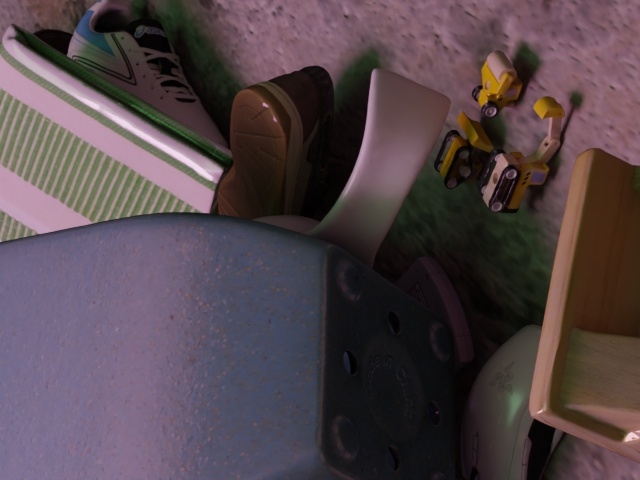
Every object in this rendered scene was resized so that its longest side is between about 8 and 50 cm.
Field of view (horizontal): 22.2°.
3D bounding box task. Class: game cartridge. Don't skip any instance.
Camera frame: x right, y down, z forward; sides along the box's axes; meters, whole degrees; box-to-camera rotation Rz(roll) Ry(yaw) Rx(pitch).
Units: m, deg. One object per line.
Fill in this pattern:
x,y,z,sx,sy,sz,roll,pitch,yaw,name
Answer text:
0.077,0.056,1.111,0.056,0.017,0.083,-54,49,50,game cartridge

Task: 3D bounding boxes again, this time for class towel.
-0.198,-0.002,1.392,0.248,0.038,0.325,31,133,15,towel

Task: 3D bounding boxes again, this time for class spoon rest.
0.000,0.000,1.120,0.276,0.137,0.084,124,163,-49,spoon rest

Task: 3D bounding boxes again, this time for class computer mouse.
0.108,0.140,1.044,0.106,0.042,0.193,46,130,48,computer mouse

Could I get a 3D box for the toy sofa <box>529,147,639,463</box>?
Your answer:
0.271,0.013,0.699,0.362,0.177,0.150,-25,47,57,toy sofa

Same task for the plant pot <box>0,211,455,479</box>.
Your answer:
-0.054,0.120,1.051,0.252,0.247,0.247,-19,55,32,plant pot

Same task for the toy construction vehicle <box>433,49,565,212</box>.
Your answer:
0.115,-0.062,1.028,0.086,0.035,0.098,-117,40,-51,toy construction vehicle

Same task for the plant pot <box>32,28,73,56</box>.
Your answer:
-0.289,-0.085,1.541,0.230,0.215,0.215,-43,56,34,plant pot

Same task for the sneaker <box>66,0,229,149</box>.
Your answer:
-0.148,-0.135,1.397,0.237,0.085,0.086,46,122,42,sneaker

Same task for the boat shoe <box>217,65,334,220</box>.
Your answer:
-0.026,-0.046,1.217,0.080,0.073,0.223,50,155,23,boat shoe
